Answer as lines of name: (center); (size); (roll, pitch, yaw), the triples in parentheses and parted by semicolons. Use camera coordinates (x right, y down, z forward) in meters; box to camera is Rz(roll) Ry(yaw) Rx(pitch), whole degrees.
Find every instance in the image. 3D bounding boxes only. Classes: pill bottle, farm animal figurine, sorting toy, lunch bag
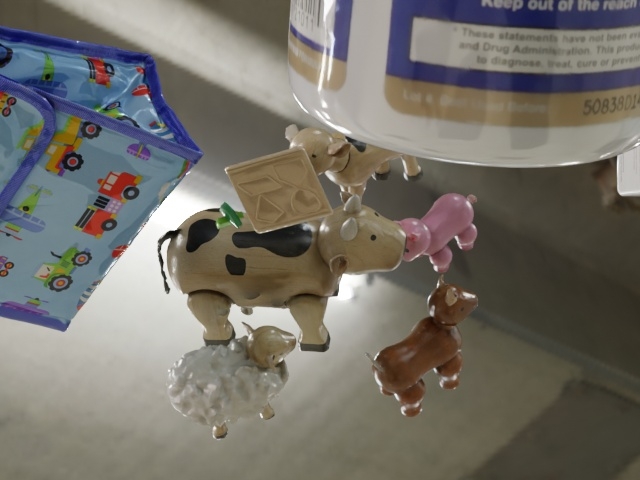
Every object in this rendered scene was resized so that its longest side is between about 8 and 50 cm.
pill bottle: (0.071, -0.172, 0.525); (0.153, 0.153, 0.264); (-1, -67, -13)
farm animal figurine: (0.000, 0.000, 1.348); (0.327, 0.330, 0.172); (-11, -40, -1)
sorting toy: (-0.039, -0.032, 0.961); (0.083, 0.012, 0.062); (-14, -54, 18)
lunch bag: (-0.283, -0.064, 1.134); (0.293, 0.138, 0.221); (13, -53, -45)

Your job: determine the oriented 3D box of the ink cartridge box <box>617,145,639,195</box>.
ink cartridge box: (0.320, -0.067, 1.131); (0.109, 0.150, 0.063); (0, -91, -17)
